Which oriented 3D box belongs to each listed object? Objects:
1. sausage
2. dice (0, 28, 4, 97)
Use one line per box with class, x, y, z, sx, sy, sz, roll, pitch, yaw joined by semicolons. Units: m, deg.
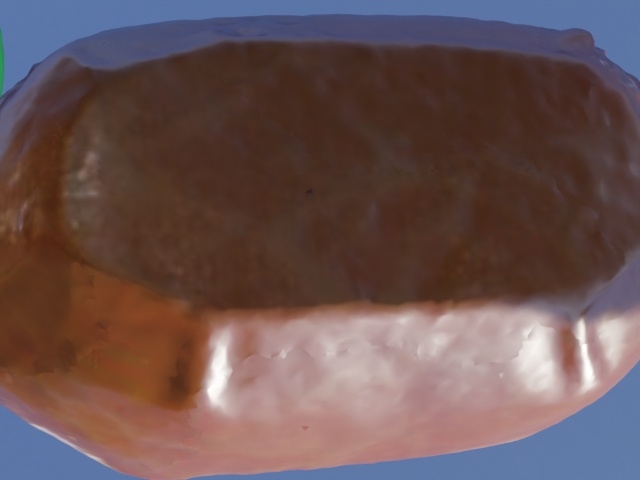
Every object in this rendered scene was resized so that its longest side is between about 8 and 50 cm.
sausage;0.000;0.001;0.607;0.268;0.141;0.153;-3;-111;-22
dice;-0.220;-0.099;0.884;0.120;0.131;0.128;-13;-85;-5
